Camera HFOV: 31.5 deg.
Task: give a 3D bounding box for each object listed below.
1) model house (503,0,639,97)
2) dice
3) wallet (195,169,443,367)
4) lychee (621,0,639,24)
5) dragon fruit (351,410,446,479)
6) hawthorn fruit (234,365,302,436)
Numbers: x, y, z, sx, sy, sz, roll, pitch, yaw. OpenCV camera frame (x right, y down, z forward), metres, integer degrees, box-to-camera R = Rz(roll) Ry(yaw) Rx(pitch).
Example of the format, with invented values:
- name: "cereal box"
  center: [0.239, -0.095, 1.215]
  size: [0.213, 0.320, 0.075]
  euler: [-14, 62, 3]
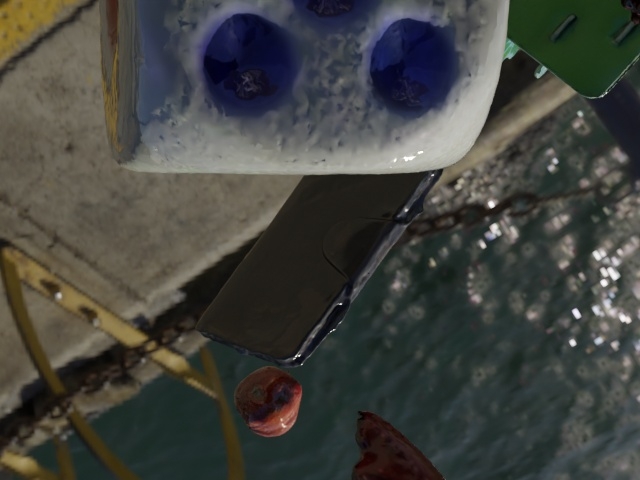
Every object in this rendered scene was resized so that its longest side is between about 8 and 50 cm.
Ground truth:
- name: "model house"
  center: [0.344, -0.305, 1.362]
  size: [0.357, 0.242, 0.313]
  euler: [-50, 162, 0]
- name: "dice"
  center: [-0.027, -0.210, 0.960]
  size: [0.304, 0.277, 0.304]
  euler: [-2, 96, -15]
- name: "wallet"
  center: [0.000, 0.000, 1.249]
  size: [0.309, 0.165, 0.042]
  euler: [-53, 133, -21]
- name: "lychee"
  center: [0.274, -0.183, 0.707]
  size: [0.188, 0.188, 0.188]
  euler: [-12, 137, -12]
- name: "dragon fruit"
  center: [0.092, 0.299, 0.749]
  size: [0.100, 0.343, 0.282]
  euler: [-13, 127, 14]
- name: "hawthorn fruit"
  center: [-0.063, 0.200, 1.430]
  size: [0.093, 0.093, 0.093]
  euler: [-12, 137, -12]
